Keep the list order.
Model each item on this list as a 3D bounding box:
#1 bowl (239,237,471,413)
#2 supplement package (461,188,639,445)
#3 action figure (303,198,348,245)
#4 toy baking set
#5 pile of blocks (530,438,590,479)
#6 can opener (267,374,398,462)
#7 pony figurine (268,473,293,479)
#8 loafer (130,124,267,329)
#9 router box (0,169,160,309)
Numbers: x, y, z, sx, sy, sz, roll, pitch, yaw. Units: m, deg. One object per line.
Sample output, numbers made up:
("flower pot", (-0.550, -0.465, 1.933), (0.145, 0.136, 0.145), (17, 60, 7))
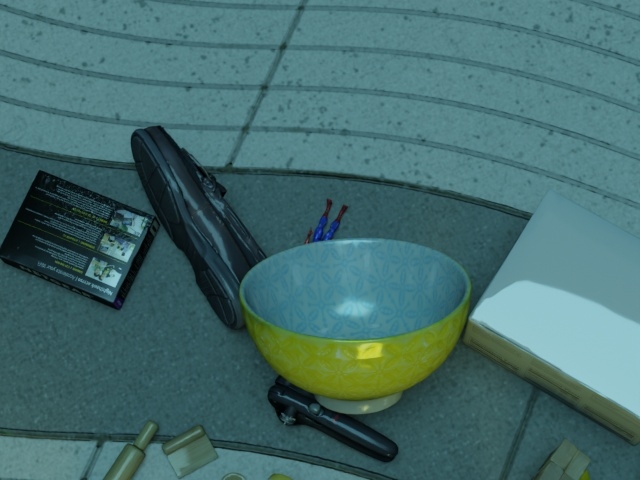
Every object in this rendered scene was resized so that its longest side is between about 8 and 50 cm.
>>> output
("bowl", (0.045, 0.123, 1.703), (0.290, 0.289, 0.156), (-1, 114, 2))
("supplement package", (0.345, 0.098, 1.724), (0.262, 0.145, 0.204), (31, 77, 10))
("action figure", (0.000, 0.000, 1.830), (0.038, 0.030, 0.115), (22, 77, 4))
("toy baking set", (-0.202, 0.358, 1.727), (0.197, 0.030, 0.256), (35, 77, 12))
("pile of blocks", (0.319, 0.428, 1.634), (0.149, 0.112, 0.362), (7, 56, -16))
("can opener", (0.016, 0.231, 1.742), (0.186, 0.059, 0.073), (29, 76, 11))
("pony figurine", (-0.086, 0.434, 1.567), (0.351, 0.302, 0.363), (-4, 34, 42))
("loafer", (-0.150, -0.027, 1.818), (0.095, 0.109, 0.302), (-25, 79, -25))
("router box", (-0.326, -0.002, 1.834), (0.179, 0.046, 0.133), (22, 76, 9))
